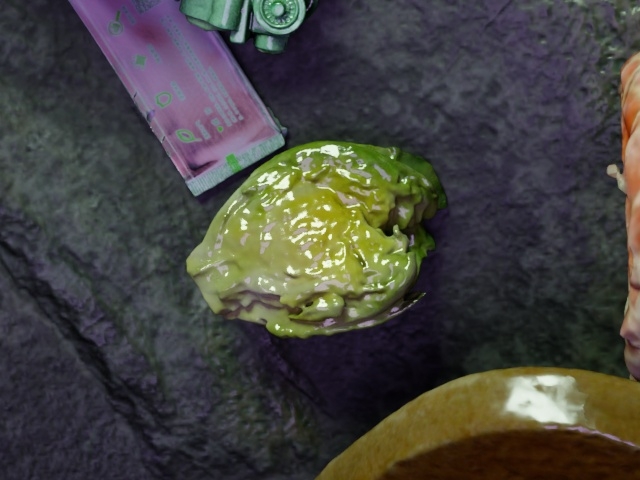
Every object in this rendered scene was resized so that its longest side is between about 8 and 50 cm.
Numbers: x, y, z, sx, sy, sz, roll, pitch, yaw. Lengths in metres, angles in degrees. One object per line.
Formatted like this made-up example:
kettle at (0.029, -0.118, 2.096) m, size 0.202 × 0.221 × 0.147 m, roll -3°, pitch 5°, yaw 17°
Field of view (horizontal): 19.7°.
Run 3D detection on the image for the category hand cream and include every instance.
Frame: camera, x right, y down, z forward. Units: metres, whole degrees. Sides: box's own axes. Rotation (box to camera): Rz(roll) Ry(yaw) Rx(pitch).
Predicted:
hand cream at (-0.128, -0.165, 1.330) m, size 0.079 × 0.050 × 0.275 m, roll -20°, pitch 109°, yaw 40°

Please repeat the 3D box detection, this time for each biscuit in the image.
biscuit at (0.163, 0.231, 1.310) m, size 0.350 × 0.070 × 0.394 m, roll 36°, pitch 134°, yaw -18°

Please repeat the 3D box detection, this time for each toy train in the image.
toy train at (-0.046, -0.220, 1.279) m, size 0.105 × 0.071 × 0.178 m, roll 10°, pitch 106°, yaw 5°

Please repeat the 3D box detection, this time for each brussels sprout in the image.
brussels sprout at (-0.001, 0.000, 1.328) m, size 0.181 × 0.100 × 0.139 m, roll -18°, pitch 92°, yaw 16°

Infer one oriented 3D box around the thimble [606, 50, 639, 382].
thimble at (0.271, -0.017, 1.203) m, size 0.162 × 0.239 × 0.239 m, roll -1°, pitch 106°, yaw 10°
